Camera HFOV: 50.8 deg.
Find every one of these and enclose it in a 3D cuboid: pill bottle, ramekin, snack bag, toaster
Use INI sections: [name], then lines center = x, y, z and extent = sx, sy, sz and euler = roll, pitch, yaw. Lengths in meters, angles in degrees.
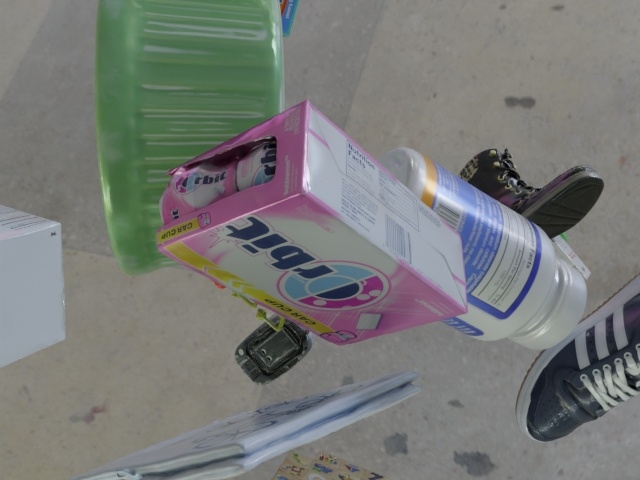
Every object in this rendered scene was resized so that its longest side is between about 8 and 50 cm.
[pill bottle]
center = 0.164, 0.021, 0.764
extent = 0.152, 0.272, 0.152
euler = -49, 25, 31
[ramekin]
center = -0.118, -0.117, 0.667
extent = 0.148, 0.303, 0.303
euler = -1, 63, -7
[snack bag]
center = -0.094, 0.235, 0.807
extent = 0.343, 0.323, 0.037
euler = -23, 80, 36
[toaster]
center = -0.098, 0.247, 1.677
extent = 0.227, 0.146, 0.129
euler = -41, 92, 14

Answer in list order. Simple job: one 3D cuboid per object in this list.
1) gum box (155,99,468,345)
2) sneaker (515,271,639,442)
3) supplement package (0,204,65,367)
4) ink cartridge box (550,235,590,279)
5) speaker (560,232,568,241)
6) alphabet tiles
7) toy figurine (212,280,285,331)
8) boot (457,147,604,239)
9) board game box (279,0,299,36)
[gum box]
center = 0.000, 0.000, 0.421
extent = 0.107, 0.188, 0.062
euler = -20, 54, 32
[sneaker]
center = 0.357, 0.146, 0.763
extent = 0.282, 0.099, 0.153
euler = -44, 19, 1
[supplement package]
center = -0.504, 0.058, 0.986
extent = 0.203, 0.149, 0.194
euler = 14, 111, 26
[ink cartridge box]
center = 0.476, 0.020, 1.402
extent = 0.060, 0.104, 0.180
euler = -42, 77, 23
[speaker]
center = 0.440, 0.025, 1.644
extent = 0.297, 0.131, 0.131
euler = -32, 59, 22
[alphabet tiles]
center = 0.040, 0.534, 1.401
extent = 0.285, 0.342, 0.011
euler = 18, 97, 10
[toy figurine]
center = -0.181, -0.008, 1.223
extent = 0.362, 0.217, 0.191
euler = 42, 95, 21
[boot]
center = 0.289, -0.078, 0.987
extent = 0.085, 0.236, 0.178
euler = 9, 53, -25
[board game box]
center = -0.112, -0.324, 0.822
extent = 0.210, 0.160, 0.047
euler = -18, 54, -36
